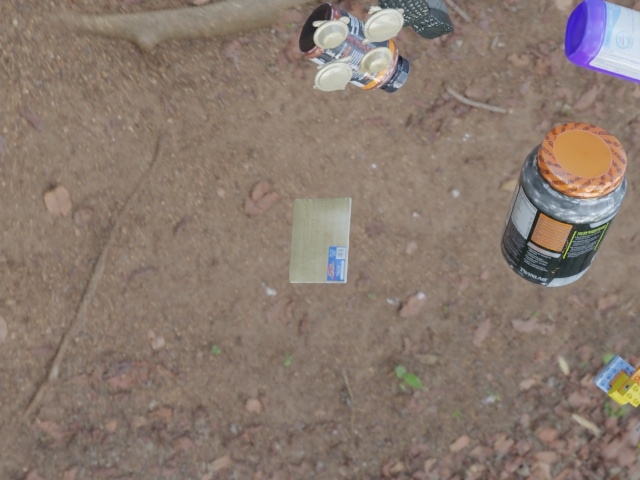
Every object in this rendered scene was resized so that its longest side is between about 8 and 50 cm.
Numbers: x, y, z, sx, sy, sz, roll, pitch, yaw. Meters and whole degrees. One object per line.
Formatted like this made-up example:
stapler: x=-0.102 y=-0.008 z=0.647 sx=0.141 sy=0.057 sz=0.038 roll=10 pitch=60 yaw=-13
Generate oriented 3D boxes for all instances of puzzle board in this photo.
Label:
puzzle board: x=0.000 y=0.000 z=1.332 sx=0.011 sy=0.096 sz=0.128 roll=17 pitch=75 yaw=-61

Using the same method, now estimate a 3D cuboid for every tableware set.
tableware set: x=0.056 y=-0.296 z=1.375 sx=0.141 sy=0.020 sz=0.169 roll=-14 pitch=149 yaw=-11

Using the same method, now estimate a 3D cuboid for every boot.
boot: x=0.169 y=-0.487 z=1.678 sx=0.246 sy=0.083 sz=0.161 roll=8 pitch=70 yaw=-58

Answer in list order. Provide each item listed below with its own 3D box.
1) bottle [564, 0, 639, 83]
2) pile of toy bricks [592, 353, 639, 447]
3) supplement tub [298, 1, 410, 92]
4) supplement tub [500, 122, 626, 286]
bottle: x=0.573 y=-0.334 z=1.558 sx=0.282 sy=0.092 sz=0.118 roll=14 pitch=69 yaw=-11
pile of toy bricks: x=0.319 y=0.085 z=0.712 sx=0.118 sy=0.105 sz=0.212 roll=38 pitch=97 yaw=-10
supplement tub: x=0.066 y=-0.337 z=1.592 sx=0.198 sy=0.106 sz=0.106 roll=24 pitch=103 yaw=-30
supplement tub: x=0.495 y=-0.071 z=1.811 sx=0.207 sy=0.207 sz=0.338 roll=-19 pitch=149 yaw=-13
